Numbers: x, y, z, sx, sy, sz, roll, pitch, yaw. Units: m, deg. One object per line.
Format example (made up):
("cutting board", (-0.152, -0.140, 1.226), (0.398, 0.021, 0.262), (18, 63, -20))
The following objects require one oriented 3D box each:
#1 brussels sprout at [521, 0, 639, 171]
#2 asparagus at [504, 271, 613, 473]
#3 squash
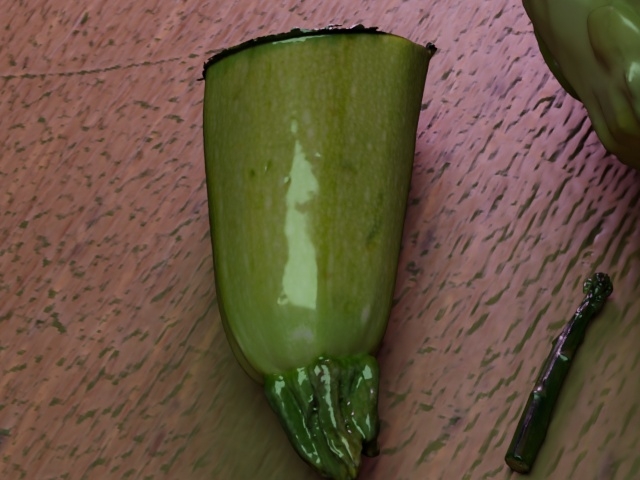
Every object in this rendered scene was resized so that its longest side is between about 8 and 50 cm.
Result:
("brussels sprout", (0.214, -0.184, 0.907), (0.268, 0.344, 0.344), (-20, 35, 50))
("asparagus", (0.124, 0.065, 0.898), (0.018, 0.015, 0.127), (19, 57, 17))
("squash", (-0.015, -0.006, 0.927), (0.137, 0.137, 0.287), (-3, 52, 13))
